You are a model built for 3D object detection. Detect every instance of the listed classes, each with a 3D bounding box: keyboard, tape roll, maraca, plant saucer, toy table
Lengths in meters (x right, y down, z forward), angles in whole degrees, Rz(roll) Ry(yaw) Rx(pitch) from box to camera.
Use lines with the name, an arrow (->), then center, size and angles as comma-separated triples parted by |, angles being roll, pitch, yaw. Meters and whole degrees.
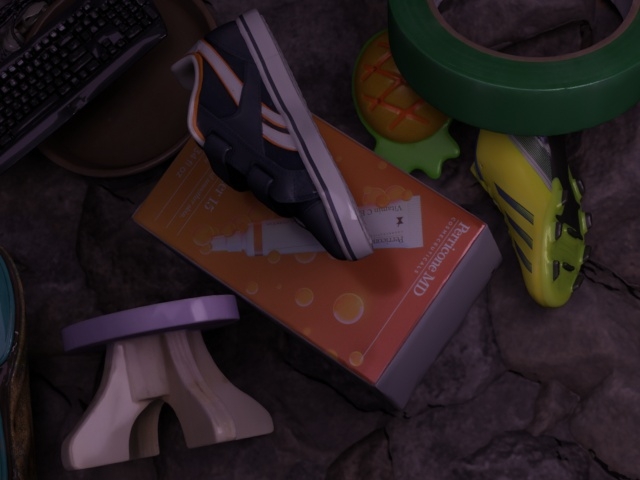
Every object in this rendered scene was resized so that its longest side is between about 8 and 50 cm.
keyboard -> -0.360, -0.230, 1.785 | 0.317, 0.033, 0.201 | -41, 69, -8
tape roll -> 0.236, -0.259, 1.611 | 0.321, 0.077, 0.321 | -1, 52, 2
maraca -> 0.102, -0.160, 1.675 | 0.127, 0.099, 0.185 | -8, 86, 12
plant saucer -> -0.250, -0.207, 1.807 | 0.278, 0.041, 0.278 | -3, 75, 13
toy table -> -0.178, 0.158, 1.602 | 0.252, 0.274, 0.161 | -7, 83, -22

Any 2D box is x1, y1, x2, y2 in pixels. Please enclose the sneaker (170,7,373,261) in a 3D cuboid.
sneaker -> -0.055, -0.091, 1.505 | 0.127, 0.126, 0.321 | -27, 59, 1

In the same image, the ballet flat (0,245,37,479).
ballet flat -> -0.392, 0.177, 1.700 | 0.123, 0.123, 0.348 | -13, 67, 11

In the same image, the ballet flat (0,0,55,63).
ballet flat -> -0.384, -0.274, 1.860 | 0.041, 0.041, 0.114 | 43, 89, 20

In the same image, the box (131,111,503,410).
box -> 0.000, 0.000, 1.619 | 0.345, 0.168, 0.215 | 33, 85, 19

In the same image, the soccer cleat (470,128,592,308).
soccer cleat -> 0.232, -0.059, 1.630 | 0.121, 0.093, 0.289 | -14, 73, 33
